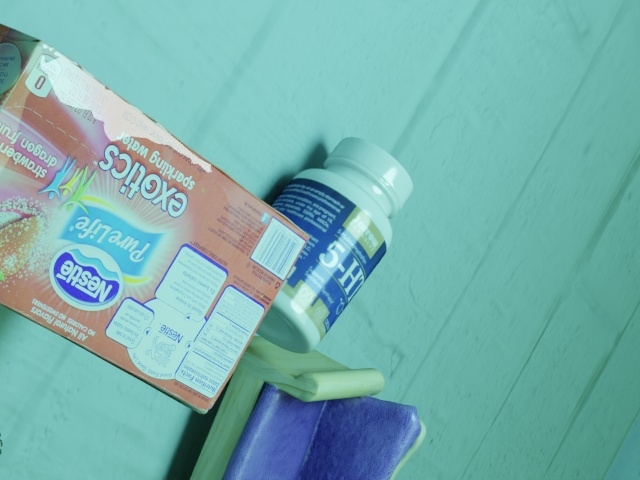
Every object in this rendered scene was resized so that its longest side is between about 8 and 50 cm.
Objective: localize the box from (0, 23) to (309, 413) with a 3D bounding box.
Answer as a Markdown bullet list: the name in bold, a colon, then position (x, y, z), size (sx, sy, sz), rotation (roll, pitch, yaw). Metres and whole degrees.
- **box**: position (-0.167, -0.017, 1.075), size (0.300, 0.142, 0.154), rotation (35, 82, -49)

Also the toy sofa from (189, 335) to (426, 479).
- **toy sofa**: position (-0.057, 0.282, 1.548), size (0.150, 0.177, 0.362), rotation (7, 108, -62)

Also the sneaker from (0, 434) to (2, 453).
- **sneaker**: position (-0.281, 0.170, 1.188), size (0.073, 0.063, 0.162), rotation (-31, 138, -42)

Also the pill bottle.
- **pill bottle**: position (0.000, 0.000, 1.475), size (0.187, 0.112, 0.112), rotation (-53, 151, -20)
